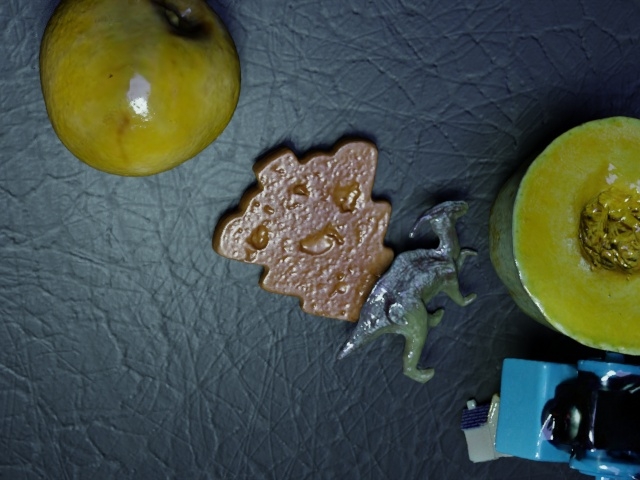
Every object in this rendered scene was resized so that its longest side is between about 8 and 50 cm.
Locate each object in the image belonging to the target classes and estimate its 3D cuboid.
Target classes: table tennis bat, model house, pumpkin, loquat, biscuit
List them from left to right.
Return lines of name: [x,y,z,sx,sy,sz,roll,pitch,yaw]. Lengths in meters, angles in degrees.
loquat: [-0.240,-0.213,1.552,0.274,0.275,0.275,-2,106,-6]
biscuit: [0.000,0.000,1.741,0.284,0.043,0.306,-31,110,-1]
model house: [0.279,0.288,1.842,0.100,0.087,0.100,-19,83,31]
pumpkin: [0.400,0.005,1.682,0.332,0.199,0.332,2,82,-10]
table tennis bat: [0.466,0.233,1.874,0.246,0.022,0.138,36,99,-13]

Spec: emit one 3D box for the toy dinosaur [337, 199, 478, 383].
toy dinosaur: [0.147,0.076,1.746,0.162,0.077,0.294,33,83,-31]

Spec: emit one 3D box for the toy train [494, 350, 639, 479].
toy train: [0.425,0.257,1.712,0.300,0.265,0.188,9,84,-31]
